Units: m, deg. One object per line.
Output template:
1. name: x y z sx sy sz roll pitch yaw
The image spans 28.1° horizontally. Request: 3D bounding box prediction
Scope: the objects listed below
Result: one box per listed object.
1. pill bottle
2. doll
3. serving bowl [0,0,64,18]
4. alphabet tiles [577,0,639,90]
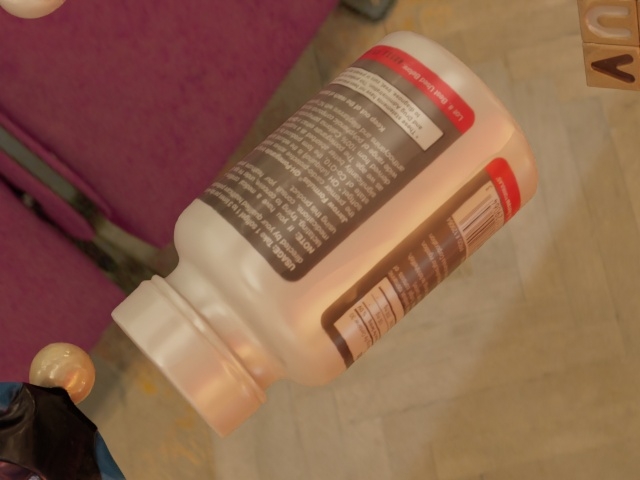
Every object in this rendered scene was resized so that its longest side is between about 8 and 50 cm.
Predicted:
1. pill bottle: 0.000 0.000 0.994 0.318 0.176 0.176 -41 64 -10
2. doll: -0.161 0.124 0.674 0.046 0.129 0.189 -40 22 38
3. serving bowl: -0.268 -0.247 1.172 0.083 0.027 0.083 -2 80 13
4. alphabet tiles: 0.209 -0.179 0.779 0.198 0.237 0.009 9 51 26
